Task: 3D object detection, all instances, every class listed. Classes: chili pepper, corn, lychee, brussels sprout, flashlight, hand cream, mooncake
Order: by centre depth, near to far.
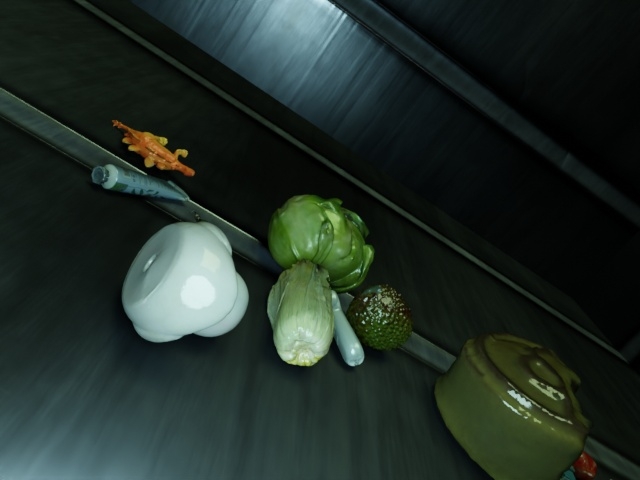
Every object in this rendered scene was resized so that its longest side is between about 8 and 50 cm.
[{"bbox_3d":[-0.036,0.142,1.222,0.122,0.123,0.305,29,19,-16],"label":"corn"},{"bbox_3d":[0.042,0.198,1.313,0.048,0.093,0.200,-13,47,-17],"label":"flashlight"},{"bbox_3d":[-0.406,-0.132,1.331,0.088,0.055,0.256,37,15,25],"label":"hand cream"},{"bbox_3d":[0.476,0.396,1.359,0.394,0.246,0.394,21,20,-25],"label":"mooncake"},{"bbox_3d":[0.143,0.189,1.396,0.171,0.171,0.171,32,19,-13],"label":"lychee"},{"bbox_3d":[0.000,0.002,1.478,0.294,0.227,0.259,42,3,38],"label":"brussels sprout"},{"bbox_3d":[0.661,0.574,1.519,0.123,0.070,0.073,33,2,-4],"label":"chili pepper"}]

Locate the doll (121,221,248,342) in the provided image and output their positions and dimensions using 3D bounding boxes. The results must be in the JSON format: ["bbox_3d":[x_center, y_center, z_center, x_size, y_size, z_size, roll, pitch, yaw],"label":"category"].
[{"bbox_3d":[-0.204,0.087,0.971,0.221,0.220,0.251,25,-11,-31],"label":"doll"}]

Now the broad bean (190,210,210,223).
[{"bbox_3d":[-0.241,0.013,1.299,0.069,0.039,0.226,28,19,-43],"label":"broad bean"}]

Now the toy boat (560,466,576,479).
[{"bbox_3d":[0.580,0.550,1.440,0.069,0.058,0.173,33,19,-13],"label":"toy boat"}]

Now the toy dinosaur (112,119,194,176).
[{"bbox_3d":[-0.450,-0.244,1.505,0.288,0.070,0.117,34,18,7],"label":"toy dinosaur"}]
